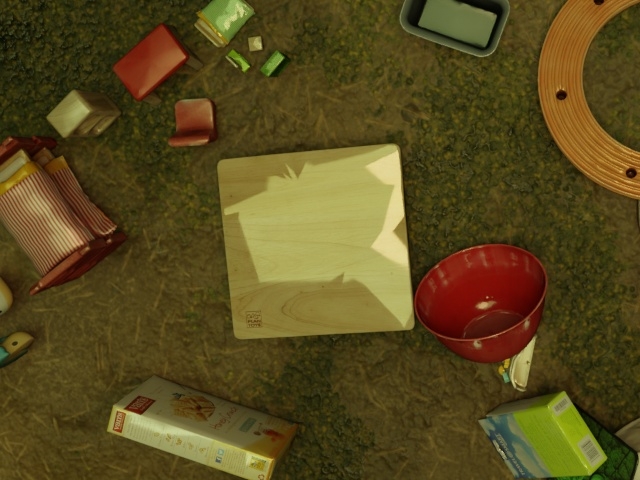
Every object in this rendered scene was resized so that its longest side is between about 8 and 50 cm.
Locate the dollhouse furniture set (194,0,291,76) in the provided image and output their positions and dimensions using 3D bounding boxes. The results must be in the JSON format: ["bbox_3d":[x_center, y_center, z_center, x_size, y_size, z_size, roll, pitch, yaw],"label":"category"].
[{"bbox_3d":[-0.114,-0.292,1.427,0.151,0.058,0.076,44,102,3],"label":"dollhouse furniture set"}]

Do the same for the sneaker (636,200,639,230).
[{"bbox_3d":[0.495,0.040,1.312,0.116,0.136,0.314,-10,94,11],"label":"sneaker"}]

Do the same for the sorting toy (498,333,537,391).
[{"bbox_3d":[0.274,0.172,1.399,0.044,0.075,0.083,11,98,9],"label":"sorting toy"}]

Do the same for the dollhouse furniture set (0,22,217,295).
[{"bbox_3d":[-0.307,-0.119,1.434,0.374,0.152,0.201,-39,89,12],"label":"dollhouse furniture set"}]

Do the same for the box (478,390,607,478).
[{"bbox_3d":[0.301,0.272,1.378,0.042,0.178,0.109,-32,89,-26],"label":"box"}]

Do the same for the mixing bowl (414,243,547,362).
[{"bbox_3d":[0.227,0.101,1.368,0.181,0.181,0.098,-15,127,12],"label":"mixing bowl"}]

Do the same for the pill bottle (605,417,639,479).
[{"bbox_3d":[0.512,0.385,1.333,0.169,0.169,0.302,-24,92,12],"label":"pill bottle"}]

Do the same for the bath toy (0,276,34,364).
[{"bbox_3d":[-0.583,0.050,1.519,0.151,0.129,0.348,-39,88,12],"label":"bath toy"}]

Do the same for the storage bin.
[{"bbox_3d":[0.184,-0.308,1.353,0.135,0.091,0.098,20,100,7],"label":"storage bin"}]

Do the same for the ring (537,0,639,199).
[{"bbox_3d":[0.455,-0.213,1.312,0.336,0.032,0.337,-2,80,12],"label":"ring"}]

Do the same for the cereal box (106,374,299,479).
[{"bbox_3d":[-0.164,0.268,1.443,0.240,0.173,0.047,17,99,7],"label":"cereal box"}]

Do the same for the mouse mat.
[{"bbox_3d":[0.359,0.319,1.349,0.007,0.190,0.153,12,99,-14],"label":"mouse mat"}]

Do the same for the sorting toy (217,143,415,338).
[{"bbox_3d":[0.000,0.000,1.424,0.257,0.089,0.255,-4,95,11],"label":"sorting toy"}]
